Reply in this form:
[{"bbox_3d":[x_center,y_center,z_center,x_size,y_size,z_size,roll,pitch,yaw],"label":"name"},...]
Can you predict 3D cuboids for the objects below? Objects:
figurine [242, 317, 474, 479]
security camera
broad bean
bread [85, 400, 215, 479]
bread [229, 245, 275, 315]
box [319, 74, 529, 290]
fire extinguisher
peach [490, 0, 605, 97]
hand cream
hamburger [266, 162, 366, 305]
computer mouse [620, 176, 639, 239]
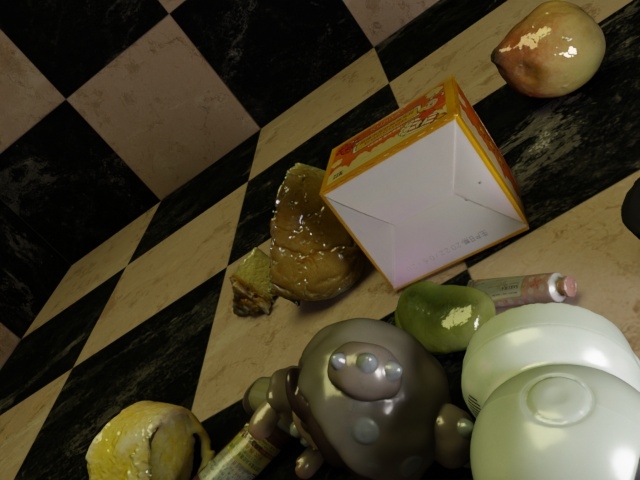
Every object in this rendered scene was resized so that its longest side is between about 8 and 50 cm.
[{"bbox_3d":[0.032,0.225,0.860,0.381,0.248,0.203,-23,29,53],"label":"figurine"},{"bbox_3d":[0.237,0.200,0.614,0.195,0.194,0.236,-27,23,27],"label":"security camera"},{"bbox_3d":[0.188,0.120,0.975,0.124,0.082,0.175,-57,28,-15],"label":"broad bean"},{"bbox_3d":[-0.305,0.389,1.109,0.171,0.197,0.197,-11,36,37],"label":"bread"},{"bbox_3d":[-0.167,0.111,1.518,0.152,0.127,0.147,-37,15,54],"label":"bread"},{"bbox_3d":[0.193,-0.105,1.156,0.284,0.259,0.213,-29,23,24],"label":"box"},{"bbox_3d":[-0.154,0.399,1.026,0.252,0.106,0.075,-45,62,-10],"label":"fire extinguisher"},{"bbox_3d":[0.485,-0.413,1.341,0.233,0.232,0.232,-32,24,16],"label":"peach"},{"bbox_3d":[0.296,0.077,0.952,0.210,0.043,0.067,-15,38,55],"label":"hand cream"},{"bbox_3d":[0.000,0.000,1.312,0.132,0.211,0.308,-64,-16,-85],"label":"hamburger"},{"bbox_3d":[0.515,-0.033,0.741,0.269,0.100,0.170,3,50,52],"label":"computer mouse"}]
